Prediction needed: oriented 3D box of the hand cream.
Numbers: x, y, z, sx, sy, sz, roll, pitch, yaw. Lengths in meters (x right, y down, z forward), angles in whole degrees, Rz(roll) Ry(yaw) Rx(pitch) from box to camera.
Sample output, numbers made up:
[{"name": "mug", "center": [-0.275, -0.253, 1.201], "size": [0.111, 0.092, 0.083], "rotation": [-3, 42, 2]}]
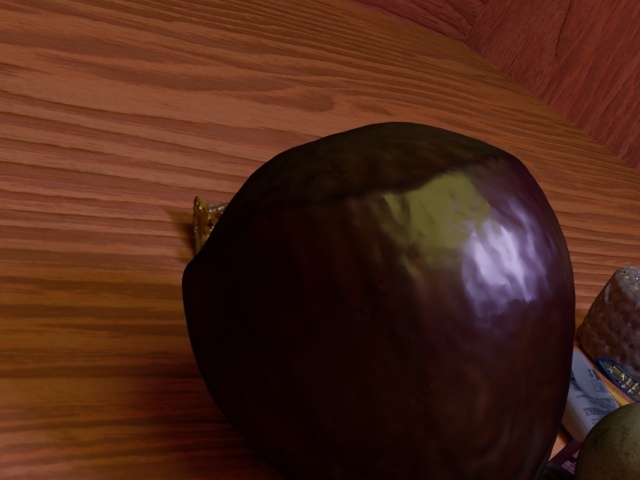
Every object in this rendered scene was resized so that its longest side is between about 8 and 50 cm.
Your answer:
[{"name": "hand cream", "center": [0.365, 0.256, 1.587], "size": [0.124, 0.078, 0.340], "rotation": [17, 32, -37]}]

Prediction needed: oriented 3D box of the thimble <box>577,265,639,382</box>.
[{"name": "thimble", "center": [0.521, 0.159, 1.915], "size": [0.229, 0.148, 0.196], "rotation": [35, 22, 17]}]

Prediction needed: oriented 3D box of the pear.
[{"name": "pear", "center": [0.336, 0.245, 1.238], "size": [0.167, 0.136, 0.167], "rotation": [30, 24, -15]}]

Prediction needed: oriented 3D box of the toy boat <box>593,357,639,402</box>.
[{"name": "toy boat", "center": [0.474, 0.251, 1.761], "size": [0.080, 0.046, 0.229], "rotation": [10, 28, -47]}]

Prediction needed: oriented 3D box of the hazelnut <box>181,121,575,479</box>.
[{"name": "hazelnut", "center": [0.079, 0.082, 1.165], "size": [0.421, 0.353, 0.421], "rotation": [54, 12, -17]}]

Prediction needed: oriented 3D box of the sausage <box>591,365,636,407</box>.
[{"name": "sausage", "center": [0.390, 0.219, 1.704], "size": [0.348, 0.053, 0.053], "rotation": [42, 22, 27]}]

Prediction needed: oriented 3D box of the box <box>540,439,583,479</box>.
[{"name": "box", "center": [0.276, 0.293, 1.336], "size": [0.120, 0.069, 0.224], "rotation": [39, 19, 19]}]

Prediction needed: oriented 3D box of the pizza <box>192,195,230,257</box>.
[{"name": "pizza", "center": [-0.083, -0.008, 1.559], "size": [0.134, 0.056, 0.271], "rotation": [50, 25, 24]}]
